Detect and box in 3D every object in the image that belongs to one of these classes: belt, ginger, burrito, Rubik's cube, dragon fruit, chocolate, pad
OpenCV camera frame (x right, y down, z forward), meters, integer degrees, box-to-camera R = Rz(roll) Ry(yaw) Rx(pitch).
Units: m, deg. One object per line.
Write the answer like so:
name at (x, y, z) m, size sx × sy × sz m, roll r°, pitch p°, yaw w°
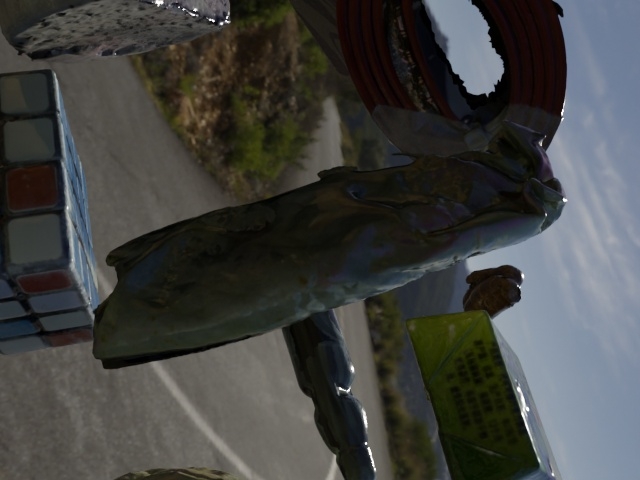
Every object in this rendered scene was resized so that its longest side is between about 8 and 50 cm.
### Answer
belt at (0.153, -0.207, 0.885) m, size 0.324 × 0.227 × 0.115 m, roll 58°, pitch 22°, yaw -15°
ginger at (0.300, 0.092, 1.449) m, size 0.073 × 0.162 × 0.103 m, roll 36°, pitch 47°, yaw -7°
burrito at (0.001, 0.003, 0.501) m, size 0.096 × 0.309 × 0.066 m, roll -110°, pitch -178°, yaw -46°
Rubik's cube at (-0.406, -0.016, 0.936) m, size 0.259 × 0.253 × 0.256 m, roll 109°, pitch -29°, yaw -64°
dragon fruit at (-0.249, -0.322, 0.875) m, size 0.283 × 0.204 × 0.221 m, roll -28°, pitch 110°, yaw -70°
chocolate at (0.265, 0.277, 1.268) m, size 0.301 × 0.137 × 0.288 m, roll 47°, pitch 25°, yaw -57°
pad at (0.026, -0.349, 1.272) m, size 0.220 × 0.004 × 0.330 m, roll 26°, pitch -18°, yaw 49°

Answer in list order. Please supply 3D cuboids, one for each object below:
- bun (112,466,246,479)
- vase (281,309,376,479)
bun at (-0.040, 0.208, 0.424) m, size 0.244 × 0.153 × 0.244 m, roll 33°, pitch 8°, yaw -5°
vase at (0.009, 0.145, 0.806) m, size 0.060 × 0.060 × 0.211 m, roll 63°, pitch 7°, yaw -61°
